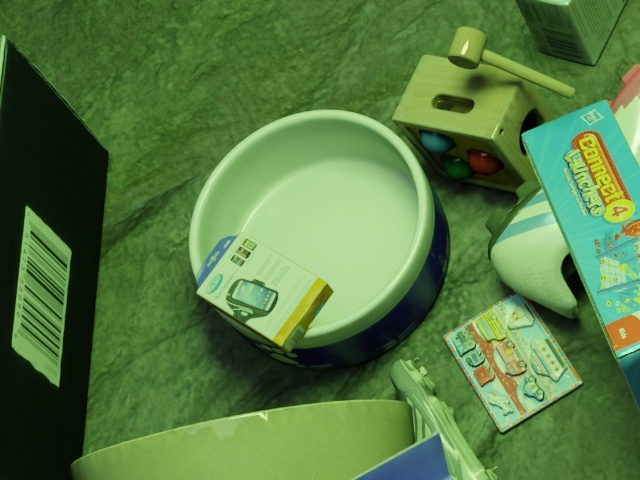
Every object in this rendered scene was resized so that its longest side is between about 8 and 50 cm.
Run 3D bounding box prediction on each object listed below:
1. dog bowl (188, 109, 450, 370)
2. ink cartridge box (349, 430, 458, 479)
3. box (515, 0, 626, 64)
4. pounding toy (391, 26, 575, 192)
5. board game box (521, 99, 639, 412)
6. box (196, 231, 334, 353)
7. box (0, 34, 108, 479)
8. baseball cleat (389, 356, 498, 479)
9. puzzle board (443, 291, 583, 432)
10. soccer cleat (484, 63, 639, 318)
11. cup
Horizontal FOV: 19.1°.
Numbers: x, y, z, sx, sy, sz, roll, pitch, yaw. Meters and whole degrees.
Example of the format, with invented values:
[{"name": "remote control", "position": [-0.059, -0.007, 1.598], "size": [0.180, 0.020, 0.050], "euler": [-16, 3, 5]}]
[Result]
[{"name": "dog bowl", "position": [0.000, 0.000, 2.021], "size": [0.265, 0.104, 0.265], "euler": [-8, 62, 16]}, {"name": "ink cartridge box", "position": [0.063, 0.304, 1.691], "size": [0.206, 0.208, 0.045], "euler": [-25, 22, -34]}, {"name": "box", "position": [0.276, -0.282, 2.043], "size": [0.072, 0.126, 0.137], "euler": [19, 72, 29]}, {"name": "pounding toy", "position": [0.168, -0.127, 1.945], "size": [0.181, 0.206, 0.094], "euler": [14, 71, 35]}, {"name": "board game box", "position": [0.300, 0.083, 1.701], "size": [0.086, 0.308, 0.302], "euler": [-24, 41, 7]}, {"name": "box", "position": [-0.062, 0.049, 1.943], "size": [0.136, 0.028, 0.081], "euler": [30, 79, 32]}, {"name": "box", "position": [-0.513, 0.073, 2.066], "size": [0.472, 0.297, 0.479], "euler": [-6, 64, 17]}, {"name": "baseball cleat", "position": [0.101, 0.214, 1.896], "size": [0.109, 0.072, 0.206], "euler": [-38, 54, 7]}, {"name": "puzzle board", "position": [0.195, 0.121, 1.941], "size": [0.096, 0.011, 0.128], "euler": [-32, 59, 3]}, {"name": "soccer cleat", "position": [0.317, -0.062, 1.937], "size": [0.331, 0.116, 0.143], "euler": [-47, 67, 0]}, {"name": "cup", "position": [-0.054, 0.299, 1.792], "size": [0.331, 0.331, 0.237], "euler": [-14, 77, 14]}]
